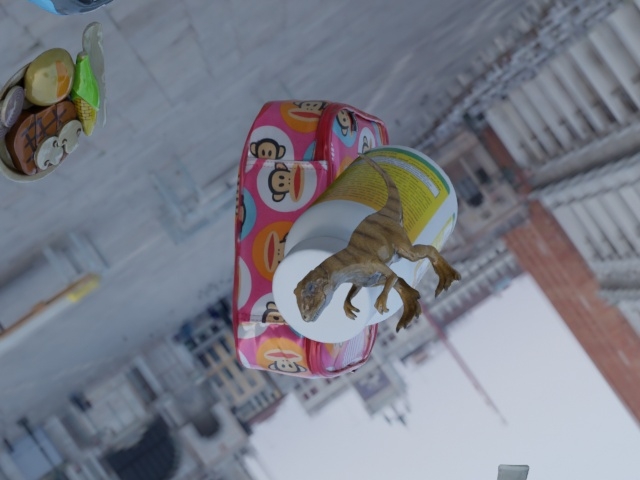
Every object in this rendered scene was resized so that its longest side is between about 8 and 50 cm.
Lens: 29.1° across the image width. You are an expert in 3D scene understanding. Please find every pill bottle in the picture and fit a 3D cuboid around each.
[{"bbox_3d":[0.038,0.004,1.087,0.117,0.117,0.208,-35,-172,33],"label":"pill bottle"}]

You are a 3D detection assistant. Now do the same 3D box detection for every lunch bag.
[{"bbox_3d":[0.000,0.000,1.347,0.120,0.293,0.258,4,180,18],"label":"lunch bag"}]

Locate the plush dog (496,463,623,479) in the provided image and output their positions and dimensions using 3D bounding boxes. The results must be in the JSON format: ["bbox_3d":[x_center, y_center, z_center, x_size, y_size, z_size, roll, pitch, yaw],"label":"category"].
[{"bbox_3d":[0.168,0.323,0.951,0.210,0.225,0.262,24,119,-36],"label":"plush dog"}]

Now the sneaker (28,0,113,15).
[{"bbox_3d":[-0.144,-0.333,0.967,0.341,0.125,0.139,-64,-171,-19],"label":"sneaker"}]

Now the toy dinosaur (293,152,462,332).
[{"bbox_3d":[0.051,0.001,0.943,0.064,0.112,0.211,-40,-172,35],"label":"toy dinosaur"}]

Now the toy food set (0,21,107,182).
[{"bbox_3d":[-0.253,-0.112,1.135,0.192,0.038,0.132,-40,144,-41],"label":"toy food set"}]
